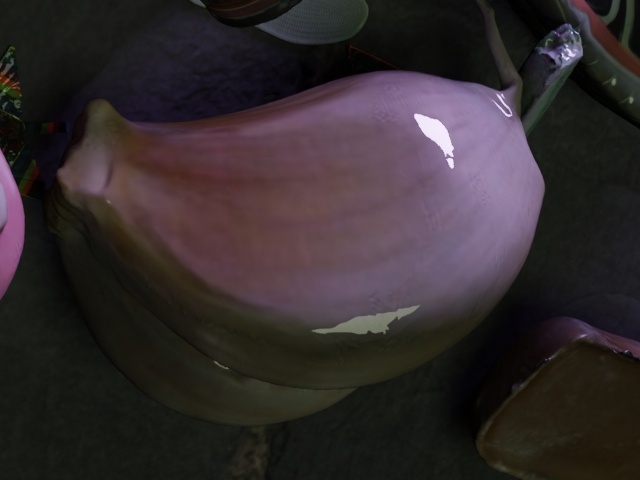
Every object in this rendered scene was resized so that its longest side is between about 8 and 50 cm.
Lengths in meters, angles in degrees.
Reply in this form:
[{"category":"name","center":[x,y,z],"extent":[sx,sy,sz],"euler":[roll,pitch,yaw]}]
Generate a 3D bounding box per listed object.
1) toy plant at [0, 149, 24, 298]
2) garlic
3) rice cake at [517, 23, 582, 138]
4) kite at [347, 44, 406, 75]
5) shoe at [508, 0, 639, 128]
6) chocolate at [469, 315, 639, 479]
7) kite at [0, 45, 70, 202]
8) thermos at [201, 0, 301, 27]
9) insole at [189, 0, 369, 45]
[{"category":"toy plant","center":[-0.317,-0.091,1.001],"extent":[0.356,0.211,0.317],"euler":[48,53,-36]},{"category":"garlic","center":[0.000,0.000,1.252],"extent":[0.340,0.245,0.231],"euler":[-24,159,-21]},{"category":"rice cake","center":[0.137,-0.086,1.314],"extent":[0.033,0.033,0.207],"euler":[-27,163,-29]},{"category":"kite","center":[0.053,-0.068,1.353],"extent":[0.159,0.010,0.190],"euler":[-23,125,-19]},{"category":"shoe","center":[0.208,-0.194,1.311],"extent":[0.137,0.114,0.291],"euler":[-48,131,1]},{"category":"chocolate","center":[0.232,0.135,1.534],"extent":[0.261,0.083,0.161],"euler":[26,117,-38]},{"category":"kite","center":[-0.205,-0.068,1.194],"extent":[0.090,0.004,0.122],"euler":[-17,124,-23]},{"category":"thermos","center":[-0.113,-0.275,1.068],"extent":[0.136,0.109,0.330],"euler":[-48,130,0]},{"category":"insole","center":[-0.029,-0.165,1.252],"extent":[0.153,0.002,0.053],"euler":[14,108,-37]}]
